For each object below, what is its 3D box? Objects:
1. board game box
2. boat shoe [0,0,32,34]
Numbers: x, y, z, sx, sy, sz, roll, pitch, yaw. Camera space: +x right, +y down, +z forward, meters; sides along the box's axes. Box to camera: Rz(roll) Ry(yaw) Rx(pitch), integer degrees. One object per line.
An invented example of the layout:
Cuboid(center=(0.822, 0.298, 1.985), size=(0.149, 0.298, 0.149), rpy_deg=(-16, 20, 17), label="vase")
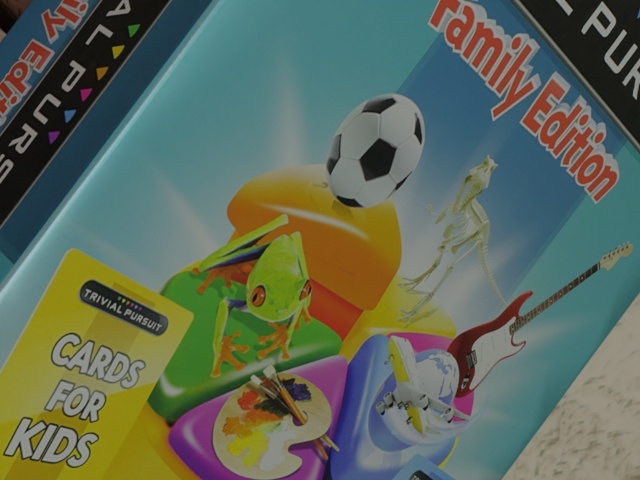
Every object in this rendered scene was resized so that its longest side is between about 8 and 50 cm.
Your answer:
Cuboid(center=(0.000, 0.000, 0.503), size=(0.336, 0.079, 0.254), rpy_deg=(-53, 137, 0), label="board game box")
Cuboid(center=(-0.087, -0.122, 0.488), size=(0.095, 0.095, 0.257), rpy_deg=(-47, 128, -6), label="boat shoe")
